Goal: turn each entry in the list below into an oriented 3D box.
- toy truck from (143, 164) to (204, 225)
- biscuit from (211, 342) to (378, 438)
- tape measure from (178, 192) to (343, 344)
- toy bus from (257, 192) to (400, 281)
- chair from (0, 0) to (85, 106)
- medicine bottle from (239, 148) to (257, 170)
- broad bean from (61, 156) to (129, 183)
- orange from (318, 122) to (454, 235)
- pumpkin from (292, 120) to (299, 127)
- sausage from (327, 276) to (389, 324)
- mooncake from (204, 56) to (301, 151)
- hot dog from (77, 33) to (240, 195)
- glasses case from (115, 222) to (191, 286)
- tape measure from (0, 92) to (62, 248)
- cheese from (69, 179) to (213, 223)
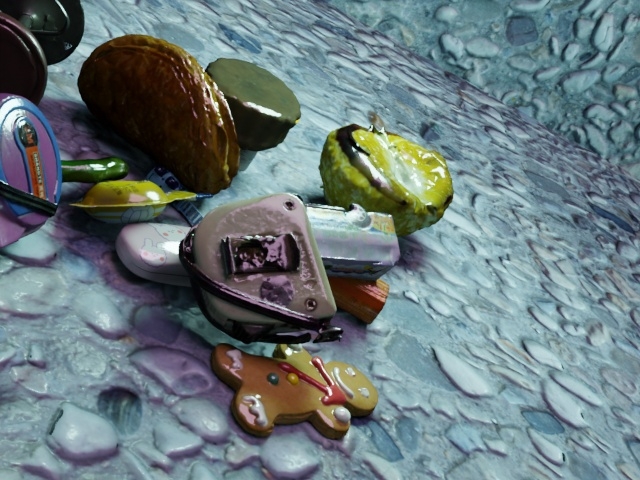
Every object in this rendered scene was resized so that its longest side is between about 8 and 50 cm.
[{"bbox_3d":[-0.286,-0.085,1.974,0.136,0.063,0.074,49,8,25],"label":"toy truck"},{"bbox_3d":[-0.027,0.243,1.726,0.339,0.047,0.216,11,35,-39],"label":"biscuit"},{"bbox_3d":[-0.107,0.067,1.702,0.231,0.133,0.271,-14,77,-18],"label":"tape measure"},{"bbox_3d":[0.000,0.000,1.925,0.317,0.112,0.138,4,56,-35],"label":"toy bus"},{"bbox_3d":[-0.590,-0.360,1.899,0.226,0.226,0.401,27,28,-15],"label":"chair"},{"bbox_3d":[-0.168,-0.209,2.283,0.058,0.091,0.058,27,26,-15],"label":"medicine bottle"},{"bbox_3d":[-0.439,-0.130,1.831,0.144,0.049,0.292,10,9,39],"label":"broad bean"},{"bbox_3d":[0.141,-0.118,2.353,0.368,0.210,0.271,8,38,-46],"label":"orange"},{"bbox_3d":[-0.149,-0.319,2.479,0.183,0.107,0.119,31,32,-24],"label":"pumpkin"},{"bbox_3d":[-0.014,0.053,2.015,0.312,0.093,0.093,30,26,-8],"label":"sausage"},{"bbox_3d":[-0.162,-0.286,2.190,0.228,0.124,0.228,24,29,-14],"label":"mooncake"},{"bbox_3d":[-0.307,-0.252,2.041,0.387,0.267,0.174,39,62,13],"label":"hot dog"},{"bbox_3d":[-0.229,0.030,1.818,0.297,0.075,0.113,9,35,-43],"label":"glasses case"},{"bbox_3d":[-0.514,-0.108,1.568,0.245,0.149,0.231,-36,116,-70],"label":"tape measure"},{"bbox_3d":[-0.320,-0.074,1.831,0.270,0.069,0.177,-10,11,-43],"label":"cheese"}]
